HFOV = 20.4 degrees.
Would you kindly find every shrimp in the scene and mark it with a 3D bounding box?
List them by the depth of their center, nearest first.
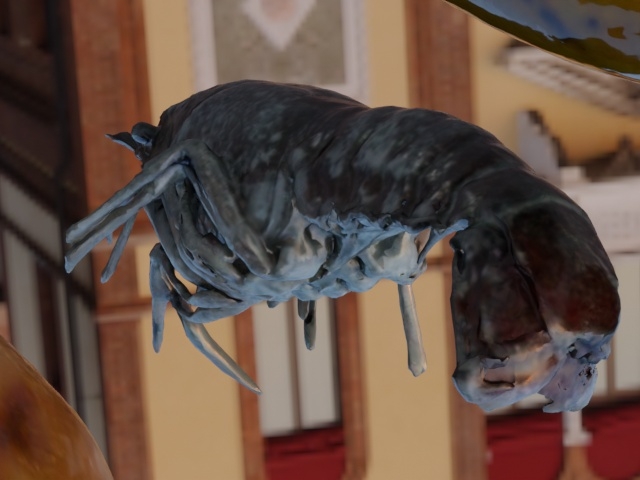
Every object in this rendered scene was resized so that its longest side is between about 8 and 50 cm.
[{"bbox_3d":[-0.001,-0.004,0.866,0.221,0.166,0.410,3,176,-31],"label":"shrimp"}]

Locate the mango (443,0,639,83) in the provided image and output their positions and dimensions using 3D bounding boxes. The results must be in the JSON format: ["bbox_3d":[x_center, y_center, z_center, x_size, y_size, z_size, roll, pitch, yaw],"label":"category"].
[{"bbox_3d":[0.098,-0.166,0.620,0.317,0.211,0.173,13,-156,11],"label":"mango"}]

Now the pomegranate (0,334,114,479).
[{"bbox_3d":[-0.258,0.164,0.556,0.410,0.410,0.410,-3,-167,1],"label":"pomegranate"}]
